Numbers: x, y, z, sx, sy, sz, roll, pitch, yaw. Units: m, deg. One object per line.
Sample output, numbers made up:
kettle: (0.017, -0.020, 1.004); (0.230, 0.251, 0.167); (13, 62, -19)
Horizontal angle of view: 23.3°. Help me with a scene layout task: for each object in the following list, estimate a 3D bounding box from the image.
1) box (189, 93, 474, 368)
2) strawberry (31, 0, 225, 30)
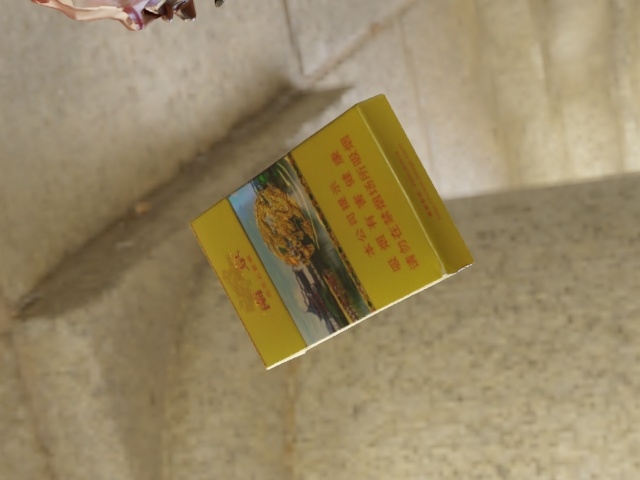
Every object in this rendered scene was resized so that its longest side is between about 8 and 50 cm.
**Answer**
box: (0.000, 0.000, 0.728); (0.023, 0.155, 0.087); (-30, 89, -39)
strawberry: (-0.060, -0.235, 0.662); (0.258, 0.261, 0.261); (55, 26, 2)
